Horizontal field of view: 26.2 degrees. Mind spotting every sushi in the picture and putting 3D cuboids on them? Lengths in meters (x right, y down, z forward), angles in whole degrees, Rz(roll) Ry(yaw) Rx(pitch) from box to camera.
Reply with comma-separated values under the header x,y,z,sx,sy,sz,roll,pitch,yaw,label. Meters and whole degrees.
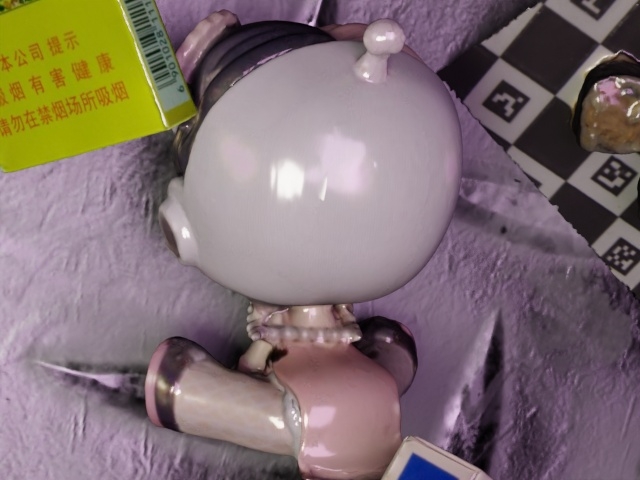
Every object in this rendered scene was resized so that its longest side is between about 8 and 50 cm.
x,y,z,sx,sy,sz,roll,pitch,yaw,label
0.330,-0.110,1.194,0.339,0.068,0.320,-34,112,24,sushi

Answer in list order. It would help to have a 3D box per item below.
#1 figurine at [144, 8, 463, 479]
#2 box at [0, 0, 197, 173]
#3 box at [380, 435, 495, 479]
x,y,z,sx,sy,sz,roll,pitch,yaw,label
0.007,-0.001,1.103,0.253,0.211,0.361,-7,103,-44,figurine
-0.226,-0.225,1.012,0.047,0.187,0.335,-35,109,-51,box
0.089,0.282,1.119,0.065,0.343,0.200,28,83,23,box
